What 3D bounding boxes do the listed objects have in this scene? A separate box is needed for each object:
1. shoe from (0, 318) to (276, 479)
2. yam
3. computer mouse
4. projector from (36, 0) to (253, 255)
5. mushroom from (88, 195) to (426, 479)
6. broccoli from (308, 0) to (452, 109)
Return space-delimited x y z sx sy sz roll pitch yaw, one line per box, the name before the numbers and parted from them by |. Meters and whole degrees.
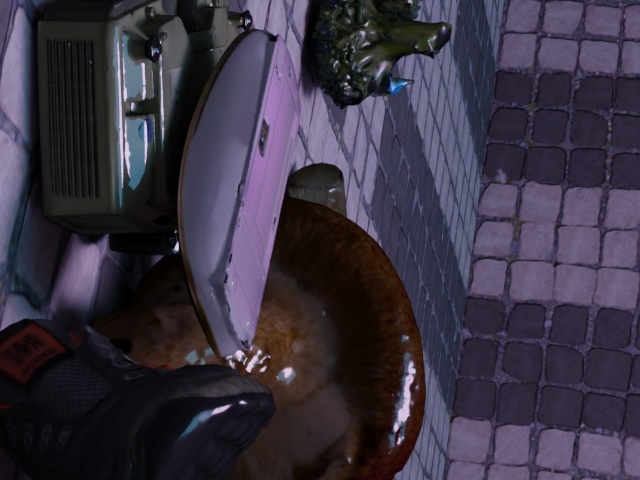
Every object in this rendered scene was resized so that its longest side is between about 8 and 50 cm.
shoe | -0.137 0.106 1.081 0.132 0.171 0.336 -48 176 -17
yam | 0.000 0.000 1.932 0.068 0.068 0.169 -69 160 -52
computer mouse | -0.062 -0.036 1.232 0.126 0.056 0.245 74 24 -55
projector | -0.122 -0.088 1.285 0.269 0.088 0.193 -37 128 -73
mushroom | -0.047 0.116 1.352 0.254 0.267 0.267 -62 154 -61
broccoli | 0.068 -0.223 1.948 0.167 0.160 0.154 -18 114 -57
